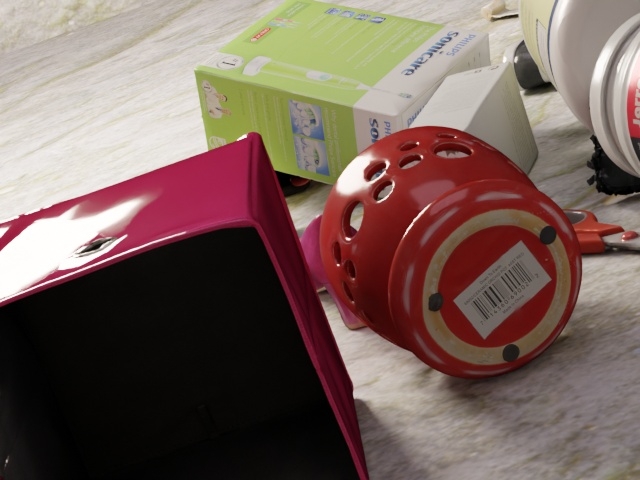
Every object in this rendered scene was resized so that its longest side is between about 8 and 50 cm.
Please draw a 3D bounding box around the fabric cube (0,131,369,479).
[{"bbox_3d":[-0.120,0.095,1.397,0.254,0.259,0.258,-19,17,5],"label":"fabric cube"}]

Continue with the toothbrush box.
[{"bbox_3d":[0.030,-0.170,2.091,0.283,0.122,0.206,14,39,31],"label":"toothbrush box"}]

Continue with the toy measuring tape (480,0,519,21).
[{"bbox_3d":[0.348,-0.378,2.526,0.330,0.121,0.121,0,26,47],"label":"toy measuring tape"}]

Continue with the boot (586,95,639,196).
[{"bbox_3d":[0.319,-0.097,1.762,0.121,0.099,0.045,-5,-6,5],"label":"boot"}]

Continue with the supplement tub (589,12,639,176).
[{"bbox_3d":[0.383,-0.119,1.600,0.191,0.191,0.272,-26,19,-19],"label":"supplement tub"}]

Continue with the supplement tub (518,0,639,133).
[{"bbox_3d":[0.340,-0.240,1.929,0.235,0.235,0.325,-19,18,3],"label":"supplement tub"}]

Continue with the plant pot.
[{"bbox_3d":[0.113,0.011,1.511,0.191,0.191,0.174,-23,21,-11],"label":"plant pot"}]

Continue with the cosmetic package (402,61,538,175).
[{"bbox_3d":[0.156,-0.093,1.891,0.085,0.117,0.231,-12,18,25],"label":"cosmetic package"}]

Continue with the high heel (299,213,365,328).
[{"bbox_3d":[0.000,0.000,1.776,0.082,0.117,0.244,-20,18,-1],"label":"high heel"}]

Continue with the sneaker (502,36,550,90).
[{"bbox_3d":[0.322,-0.254,2.266,0.121,0.079,0.217,-4,32,32],"label":"sneaker"}]

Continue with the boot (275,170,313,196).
[{"bbox_3d":[0.011,-0.129,2.211,0.244,0.088,0.176,-27,22,-9],"label":"boot"}]

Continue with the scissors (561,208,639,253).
[{"bbox_3d":[0.278,-0.007,1.660,0.297,0.021,0.109,-5,21,43],"label":"scissors"}]
